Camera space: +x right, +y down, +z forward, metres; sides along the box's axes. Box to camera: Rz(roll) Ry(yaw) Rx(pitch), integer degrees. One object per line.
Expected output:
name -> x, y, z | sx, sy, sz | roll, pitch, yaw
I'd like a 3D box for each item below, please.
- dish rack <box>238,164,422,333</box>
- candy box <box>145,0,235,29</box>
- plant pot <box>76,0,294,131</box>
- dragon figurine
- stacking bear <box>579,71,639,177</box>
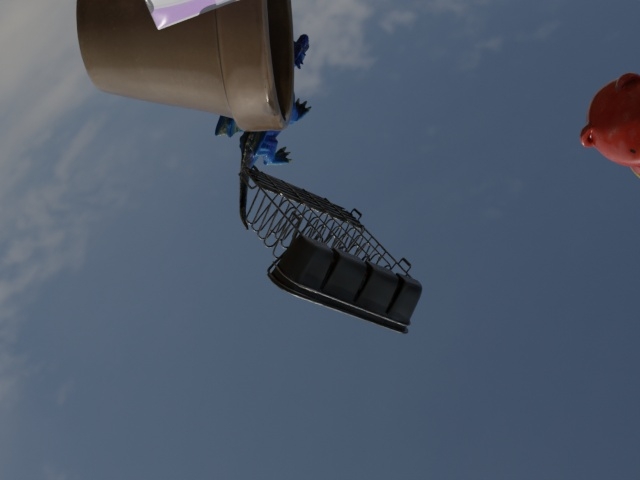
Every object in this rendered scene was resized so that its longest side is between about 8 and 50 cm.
dish rack -> 0.000, 0.000, 1.256 | 0.074, 0.208, 0.271 | -58, -146, 13
candy box -> -0.097, -0.294, 0.871 | 0.164, 0.070, 0.196 | -20, -129, -2
plant pot -> -0.157, -0.258, 1.166 | 0.229, 0.263, 0.263 | -1, -132, 5
dragon figurine -> -0.093, -0.168, 1.437 | 0.085, 0.144, 0.289 | 28, -88, 23
stacking bear -> 0.458, -0.127, 1.255 | 0.175, 0.289, 0.164 | -53, -141, 32
